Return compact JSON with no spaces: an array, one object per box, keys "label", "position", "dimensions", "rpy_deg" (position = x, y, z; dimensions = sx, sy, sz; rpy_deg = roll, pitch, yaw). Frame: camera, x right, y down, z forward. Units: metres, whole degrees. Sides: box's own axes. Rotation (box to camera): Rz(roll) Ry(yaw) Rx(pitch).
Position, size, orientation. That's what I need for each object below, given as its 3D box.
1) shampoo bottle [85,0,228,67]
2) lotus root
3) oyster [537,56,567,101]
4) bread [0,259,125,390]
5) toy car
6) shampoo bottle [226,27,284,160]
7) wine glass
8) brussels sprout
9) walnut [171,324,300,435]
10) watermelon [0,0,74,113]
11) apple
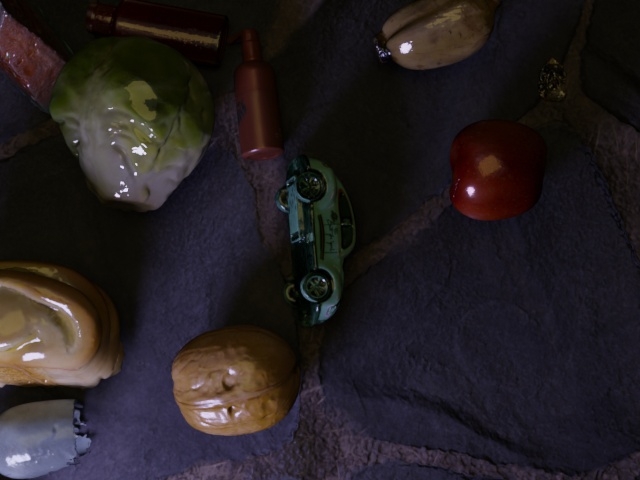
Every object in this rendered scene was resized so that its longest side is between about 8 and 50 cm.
[{"label":"shampoo bottle","position":[-0.309,-0.397,1.943],"dimensions":[0.260,0.064,0.102],"rpy_deg":[12,87,5]},{"label":"lotus root","position":[0.220,-0.396,1.877],"dimensions":[0.257,0.140,0.154],"rpy_deg":[-22,53,8]},{"label":"oyster","position":[0.430,-0.299,1.909],"dimensions":[0.054,0.019,0.083],"rpy_deg":[0,82,4]},{"label":"bread","position":[-0.514,0.132,1.793],"dimensions":[0.316,0.270,0.211],"rpy_deg":[-2,68,9]},{"label":"toy car","position":[0.000,0.000,1.842],"dimensions":[0.125,0.136,0.306],"rpy_deg":[-4,83,-19]},{"label":"shampoo bottle","position":[-0.120,-0.272,1.908],"dimensions":[0.085,0.085,0.244],"rpy_deg":[-9,80,2]},{"label":"wine glass","position":[-0.572,0.360,1.820],"dimensions":[0.321,0.143,0.143],"rpy_deg":[-9,82,1]},{"label":"brussels sprout","position":[-0.324,-0.216,1.830],"dimensions":[0.274,0.242,0.316],"rpy_deg":[-23,85,7]},{"label":"walnut","position":[-0.148,0.242,1.791],"dimensions":[0.226,0.193,0.193],"rpy_deg":[-5,82,2]},{"label":"watermelon","position":[-0.551,-0.368,1.858],"dimensions":[0.140,0.256,0.193],"rpy_deg":[-43,75,-3]},{"label":"apple","position":[0.309,-0.122,1.815],"dimensions":[0.168,0.181,0.181],"rpy_deg":[8,83,4]}]
